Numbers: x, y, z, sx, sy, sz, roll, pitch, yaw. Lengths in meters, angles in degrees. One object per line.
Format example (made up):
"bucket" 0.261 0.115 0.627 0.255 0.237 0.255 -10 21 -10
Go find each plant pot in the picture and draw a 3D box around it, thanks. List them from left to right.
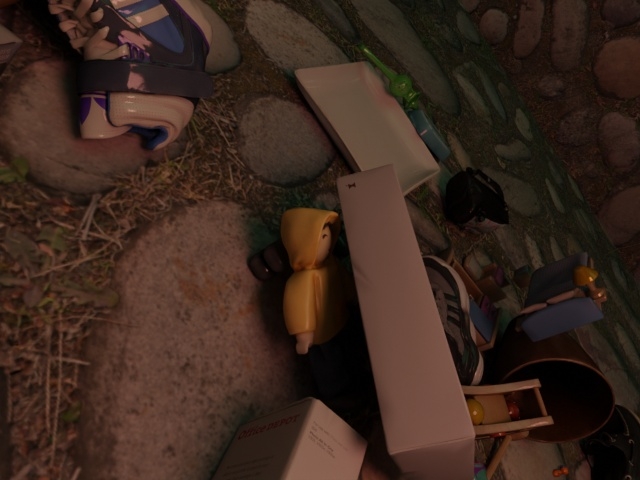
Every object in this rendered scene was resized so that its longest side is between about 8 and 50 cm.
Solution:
"plant pot" 0.467 0.262 1.023 0.215 0.215 0.230 46 26 -12

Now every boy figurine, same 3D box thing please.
"boy figurine" 0.014 0.088 0.688 0.177 0.092 0.284 -20 100 -56

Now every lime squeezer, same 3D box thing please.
"lime squeezer" 0.208 -0.386 1.252 0.310 0.058 0.110 30 1 -45

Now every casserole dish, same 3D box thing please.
"casserole dish" 0.300 -0.288 1.304 0.188 0.037 0.114 31 34 -46

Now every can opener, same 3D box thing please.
"can opener" 0.000 0.000 0.809 0.280 0.074 0.093 -28 86 -50

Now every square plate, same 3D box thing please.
"square plate" 0.118 -0.258 1.126 0.347 0.049 0.344 56 40 1

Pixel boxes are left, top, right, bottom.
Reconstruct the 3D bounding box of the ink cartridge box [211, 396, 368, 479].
"ink cartridge box" -0.057 0.286 0.491 0.093 0.154 0.212 43 41 -15

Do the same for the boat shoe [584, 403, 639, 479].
"boat shoe" 0.672 0.506 1.110 0.113 0.127 0.340 28 45 2

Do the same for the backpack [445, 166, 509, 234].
"backpack" 0.408 -0.089 1.252 0.182 0.115 0.151 19 63 -37

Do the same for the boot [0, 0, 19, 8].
"boot" -0.401 -0.316 0.623 0.236 0.089 0.269 46 44 -14

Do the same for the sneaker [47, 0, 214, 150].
"sneaker" -0.278 -0.252 0.598 0.323 0.130 0.236 33 65 -52

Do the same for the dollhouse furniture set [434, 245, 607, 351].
"dollhouse furniture set" 0.419 0.051 1.018 0.198 0.303 0.286 51 39 -7

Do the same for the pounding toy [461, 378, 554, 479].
"pounding toy" 0.316 0.332 0.837 0.270 0.154 0.154 15 54 -38

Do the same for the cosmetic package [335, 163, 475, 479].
"cosmetic package" 0.118 0.126 0.678 0.284 0.098 0.377 63 15 -52

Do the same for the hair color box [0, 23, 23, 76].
"hair color box" -0.486 -0.249 0.395 0.375 0.113 0.185 36 13 -24

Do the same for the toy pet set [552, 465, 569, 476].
"toy pet set" 0.529 0.532 0.984 0.114 0.065 0.122 6 59 -43

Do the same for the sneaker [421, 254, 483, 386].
"sneaker" 0.208 0.147 0.894 0.153 0.101 0.268 9 60 -45

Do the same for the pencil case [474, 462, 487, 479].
"pencil case" 0.236 0.432 0.757 0.070 0.065 0.151 56 31 -41
